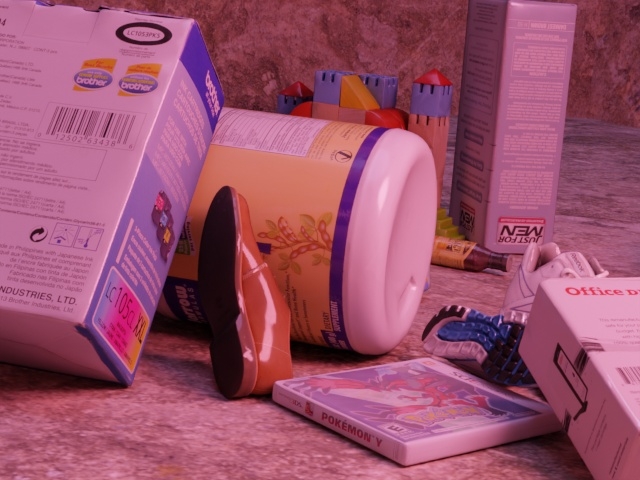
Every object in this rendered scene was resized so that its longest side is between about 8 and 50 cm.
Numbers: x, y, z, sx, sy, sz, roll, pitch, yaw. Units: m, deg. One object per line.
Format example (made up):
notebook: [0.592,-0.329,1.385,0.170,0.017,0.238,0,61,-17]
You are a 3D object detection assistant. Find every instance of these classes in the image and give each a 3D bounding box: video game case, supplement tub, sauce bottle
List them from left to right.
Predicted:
supplement tub: [-0.060,-0.018,1.429,0.331,0.241,0.241,8,12,18]
video game case: [0.089,0.151,1.212,0.201,0.023,0.183,-5,15,-39]
sauce bottle: [0.205,0.020,1.851,0.128,0.042,0.042,9,12,24]

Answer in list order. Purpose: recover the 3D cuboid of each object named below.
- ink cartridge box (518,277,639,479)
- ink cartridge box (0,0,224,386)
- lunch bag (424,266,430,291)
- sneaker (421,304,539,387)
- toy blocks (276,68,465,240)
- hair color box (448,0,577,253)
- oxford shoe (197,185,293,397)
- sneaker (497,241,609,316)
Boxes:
ink cartridge box: [0.277,0.122,1.120,0.148,0.086,0.203,1,33,-17]
ink cartridge box: [-0.262,-0.083,1.282,0.269,0.396,0.151,9,-25,14]
lunch bag: [0.000,0.000,1.695,0.224,0.108,0.279,-1,13,-29]
sneaker: [0.186,0.113,1.308,0.083,0.071,0.190,35,-9,-28]
toy blocks: [0.048,-0.152,2.076,0.381,0.261,0.190,11,13,29]
hair color box: [0.290,-0.181,2.034,0.113,0.375,0.185,2,12,-13]
oxford shoe: [-0.069,0.049,1.272,0.076,0.212,0.076,5,-24,-33]
sneaker: [0.260,0.083,1.356,0.111,0.129,0.297,4,13,-21]
